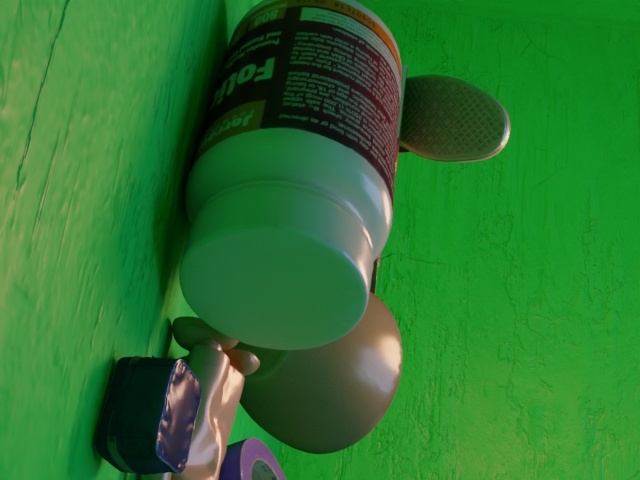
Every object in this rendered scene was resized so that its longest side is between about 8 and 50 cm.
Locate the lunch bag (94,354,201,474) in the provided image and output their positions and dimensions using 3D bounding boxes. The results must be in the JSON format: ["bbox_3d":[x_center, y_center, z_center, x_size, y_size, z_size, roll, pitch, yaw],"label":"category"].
[{"bbox_3d":[-0.144,0.140,0.744,0.067,0.065,0.098,68,26,-51],"label":"lunch bag"}]

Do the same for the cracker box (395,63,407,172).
[{"bbox_3d":[-0.001,-0.178,1.270,0.067,0.232,0.155,71,25,-85],"label":"cracker box"}]

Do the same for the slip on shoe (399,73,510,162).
[{"bbox_3d":[0.148,-0.177,1.335,0.101,0.331,0.123,13,90,-43],"label":"slip on shoe"}]

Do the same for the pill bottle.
[{"bbox_3d":[-0.027,-0.088,1.011,0.224,0.224,0.392,94,3,-46],"label":"pill bottle"}]

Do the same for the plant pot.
[{"bbox_3d":[-0.040,0.175,1.412,0.191,0.284,0.284,32,59,-49],"label":"plant pot"}]

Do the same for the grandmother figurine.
[{"bbox_3d":[-0.139,0.261,0.913,0.208,0.104,0.342,53,38,-44],"label":"grandmother figurine"}]

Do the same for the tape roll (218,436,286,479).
[{"bbox_3d":[-0.101,0.369,1.225,0.189,0.080,0.189,-22,90,-80],"label":"tape roll"}]

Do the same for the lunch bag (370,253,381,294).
[{"bbox_3d":[0.000,0.000,1.712,0.287,0.235,0.169,-77,170,-68],"label":"lunch bag"}]
